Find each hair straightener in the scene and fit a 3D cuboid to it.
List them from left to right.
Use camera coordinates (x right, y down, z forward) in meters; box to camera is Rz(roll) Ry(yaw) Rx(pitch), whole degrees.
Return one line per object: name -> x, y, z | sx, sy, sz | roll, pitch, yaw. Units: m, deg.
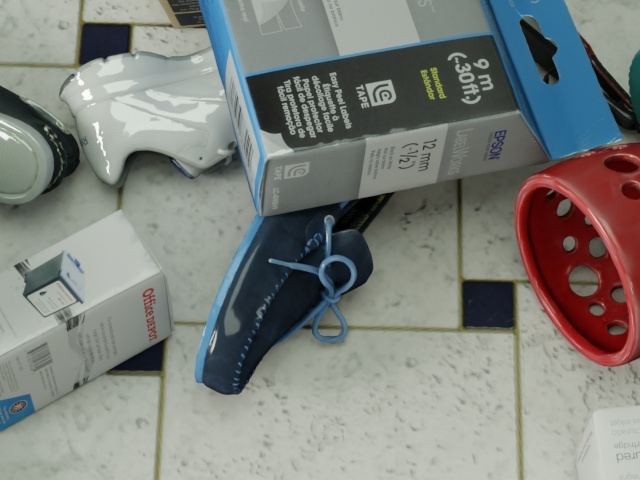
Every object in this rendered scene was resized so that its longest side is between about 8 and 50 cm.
hair straightener -> 0.248, -0.146, 1.883 | 0.089, 0.047, 0.230 | -33, 73, -16

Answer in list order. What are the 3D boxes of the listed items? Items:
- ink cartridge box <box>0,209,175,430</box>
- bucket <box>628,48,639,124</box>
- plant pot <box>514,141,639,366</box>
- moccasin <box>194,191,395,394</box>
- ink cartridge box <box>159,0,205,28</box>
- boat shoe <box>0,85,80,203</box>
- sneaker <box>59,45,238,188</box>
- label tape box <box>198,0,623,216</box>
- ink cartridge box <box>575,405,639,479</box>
ink cartridge box -> -0.236, 0.074, 1.705 | 0.191, 0.139, 0.082 | -30, 66, -15
bucket -> 0.433, -0.135, 1.756 | 0.183, 0.281, 0.281 | -37, 70, -16
plant pot -> 0.296, -0.005, 1.731 | 0.174, 0.191, 0.191 | -26, 67, -19
moccasin -> 0.000, 0.000, 1.751 | 0.117, 0.137, 0.342 | 26, 67, 6
ink cartridge box -> -0.066, -0.341, 1.921 | 0.193, 0.088, 0.234 | -5, 64, 10
boat shoe -> -0.374, -0.122, 1.829 | 0.303, 0.091, 0.114 | 30, 111, 11
sneaker -> -0.097, -0.129, 1.844 | 0.297, 0.111, 0.129 | -14, 81, -4
label tape box -> 0.083, -0.180, 1.736 | 0.348, 0.115, 0.249 | -12, 62, -9
ink cartridge box -> 0.346, 0.286, 1.627 | 0.207, 0.117, 0.283 | -4, 64, -4
